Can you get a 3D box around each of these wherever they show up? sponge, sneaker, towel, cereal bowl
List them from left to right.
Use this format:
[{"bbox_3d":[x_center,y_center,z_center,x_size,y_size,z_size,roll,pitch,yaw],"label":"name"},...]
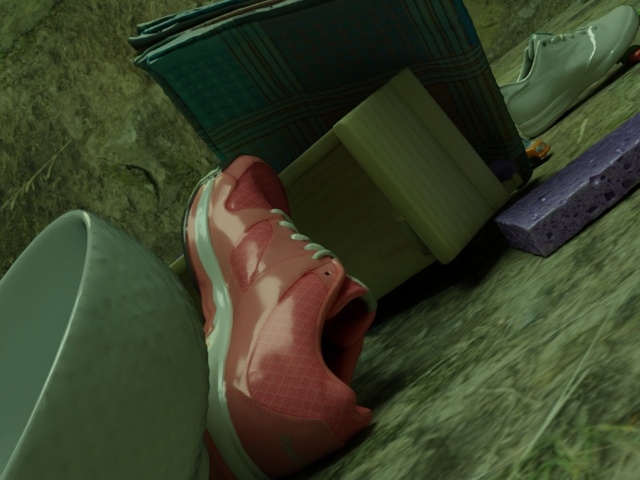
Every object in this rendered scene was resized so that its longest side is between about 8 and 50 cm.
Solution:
[{"bbox_3d":[-0.169,0.159,0.774,0.339,0.141,0.339,-47,25,30],"label":"cereal bowl"},{"bbox_3d":[-0.020,0.047,0.944,0.136,0.116,0.314,-21,43,17],"label":"sneaker"},{"bbox_3d":[0.029,-0.113,1.168,0.271,0.040,0.370,-16,-33,15],"label":"towel"},{"bbox_3d":[0.300,-0.229,1.556,0.212,0.094,0.080,-46,9,-11],"label":"sneaker"},{"bbox_3d":[0.238,-0.064,1.008,0.210,0.031,0.117,-36,5,-2],"label":"sponge"}]

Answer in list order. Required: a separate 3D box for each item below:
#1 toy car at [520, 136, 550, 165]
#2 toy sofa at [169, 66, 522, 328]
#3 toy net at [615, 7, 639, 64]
[{"bbox_3d":[0.191,-0.075,1.336,0.122,0.040,0.060,-40,7,-40],"label":"toy car"},{"bbox_3d":[0.000,0.000,1.177,0.362,0.150,0.177,-38,3,41],"label":"toy sofa"},{"bbox_3d":[0.426,-0.270,1.511,0.122,0.045,0.232,-37,6,-10],"label":"toy net"}]
